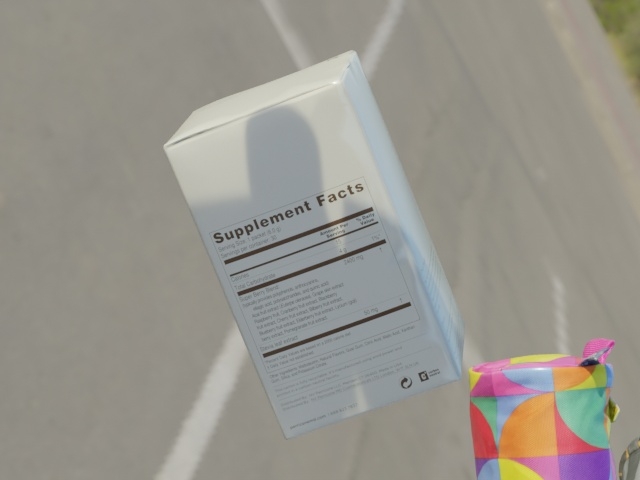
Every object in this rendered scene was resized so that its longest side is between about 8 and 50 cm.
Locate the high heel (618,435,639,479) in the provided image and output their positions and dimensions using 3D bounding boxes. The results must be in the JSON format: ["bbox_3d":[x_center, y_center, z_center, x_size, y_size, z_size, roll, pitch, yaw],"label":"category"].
[{"bbox_3d":[0.327,0.259,1.526,0.261,0.093,0.186,47,23,-3],"label":"high heel"}]

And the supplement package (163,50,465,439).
[{"bbox_3d":[0.000,0.000,1.829,0.177,0.175,0.293,-68,137,-75],"label":"supplement package"}]

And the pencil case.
[{"bbox_3d":[0.157,0.184,1.304,0.104,0.104,0.236,8,79,-76],"label":"pencil case"}]
